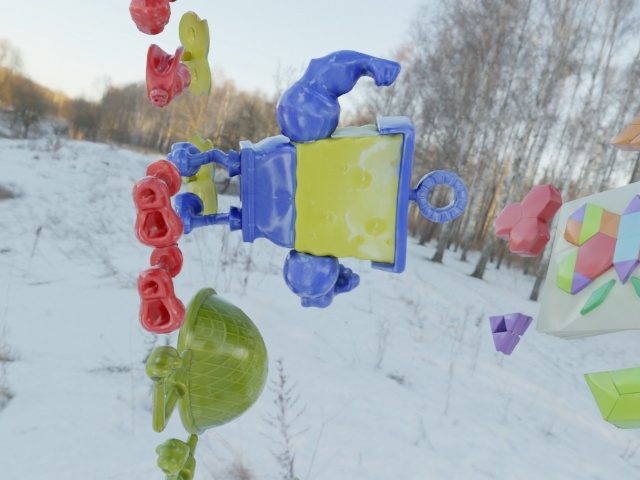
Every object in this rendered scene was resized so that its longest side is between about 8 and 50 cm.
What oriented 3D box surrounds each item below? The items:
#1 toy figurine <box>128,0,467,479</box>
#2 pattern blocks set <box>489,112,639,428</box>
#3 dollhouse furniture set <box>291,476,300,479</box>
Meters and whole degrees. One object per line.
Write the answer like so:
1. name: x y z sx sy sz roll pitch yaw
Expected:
1. toy figurine: 0.000 0.000 0.410 0.217 0.363 0.191 0 17 -4
2. pattern blocks set: 0.256 0.006 0.470 0.026 0.286 0.325 27 -36 -19
3. dollhouse furniture set: 0.035 0.304 0.381 0.355 0.173 0.303 34 -29 27
